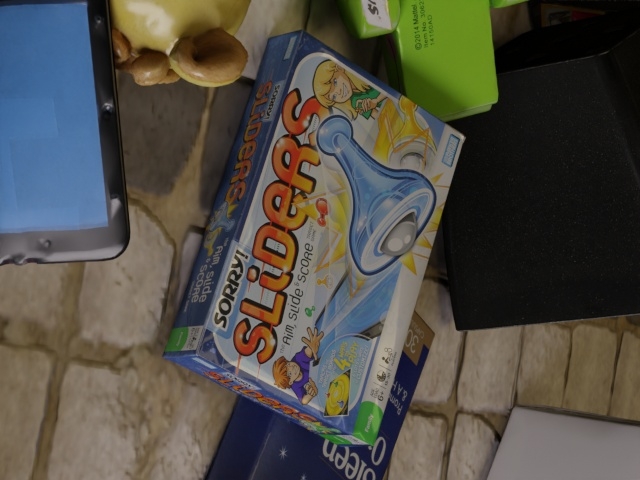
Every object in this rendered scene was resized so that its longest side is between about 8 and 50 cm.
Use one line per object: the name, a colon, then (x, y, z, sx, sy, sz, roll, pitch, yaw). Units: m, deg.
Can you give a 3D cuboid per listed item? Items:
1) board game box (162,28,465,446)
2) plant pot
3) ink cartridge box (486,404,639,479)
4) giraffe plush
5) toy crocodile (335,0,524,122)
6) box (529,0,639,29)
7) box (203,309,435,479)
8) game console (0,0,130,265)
board game box: (0.000, 0.000, 1.126, 0.136, 0.035, 0.201, 29, 68, -33)
plant pot: (0.186, -0.057, 1.321, 0.187, 0.188, 0.167, -35, 112, -49)
ink cartridge box: (0.213, 0.291, 1.453, 0.306, 0.131, 0.226, 53, 52, -48)
giraffe plush: (-0.060, -0.155, 0.945, 0.170, 0.181, 0.210, -39, 110, -33)
toy crocodile: (0.047, -0.222, 1.152, 0.115, 0.105, 0.340, -19, 120, -9)
box: (0.286, -0.186, 1.453, 0.247, 0.163, 0.142, -49, 132, -40)
box: (-0.006, 0.121, 1.181, 0.136, 0.036, 0.225, 48, 57, -48)
game console: (-0.159, -0.049, 0.874, 0.124, 0.085, 0.144, -24, 115, -53)
